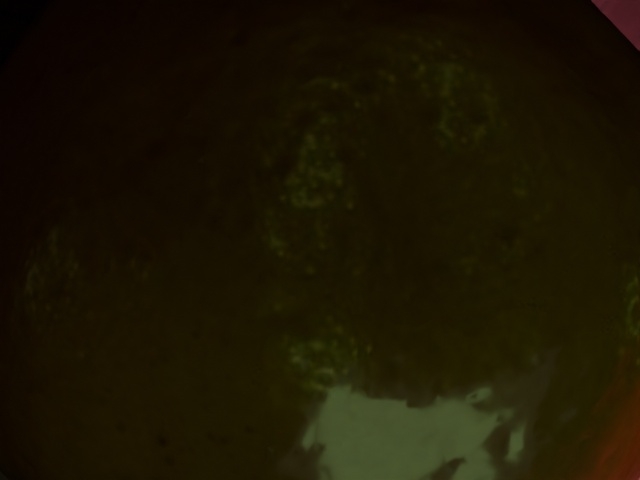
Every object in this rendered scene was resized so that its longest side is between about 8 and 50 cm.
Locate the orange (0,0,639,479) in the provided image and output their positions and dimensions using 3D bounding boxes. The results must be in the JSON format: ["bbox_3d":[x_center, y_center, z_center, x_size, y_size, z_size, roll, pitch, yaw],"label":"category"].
[{"bbox_3d":[0.000,0.000,0.592,0.279,0.279,0.235,-3,107,-29],"label":"orange"}]
